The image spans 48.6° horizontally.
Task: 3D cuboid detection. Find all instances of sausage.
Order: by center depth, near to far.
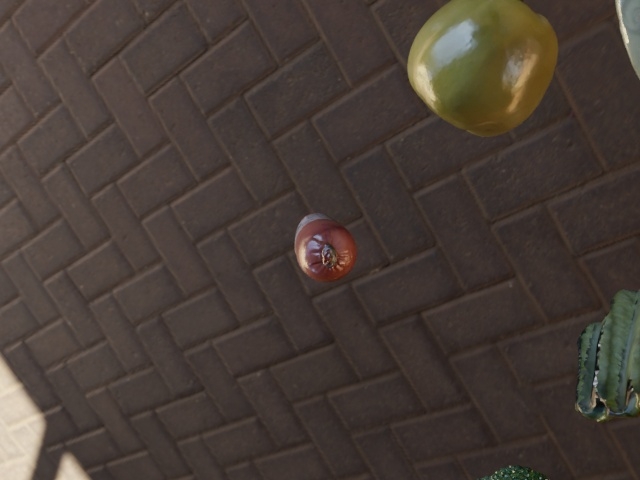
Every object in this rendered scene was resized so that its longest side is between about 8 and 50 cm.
[{"bbox_3d":[0.000,0.000,0.412,0.029,0.223,0.029,0,94,-2],"label":"sausage"}]

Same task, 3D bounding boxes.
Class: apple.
[{"bbox_3d":[0.286,-0.315,1.261,0.262,0.262,0.262,14,122,24],"label":"apple"}]

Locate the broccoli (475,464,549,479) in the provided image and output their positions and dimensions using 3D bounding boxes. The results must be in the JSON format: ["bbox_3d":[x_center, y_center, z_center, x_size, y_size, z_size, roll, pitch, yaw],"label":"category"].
[{"bbox_3d":[0.198,0.334,0.772,0.195,0.156,0.195,1,108,3],"label":"broccoli"}]

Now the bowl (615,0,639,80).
[{"bbox_3d":[0.428,-0.257,0.663,0.163,0.307,0.307,5,122,61],"label":"bowl"}]

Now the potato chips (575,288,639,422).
[{"bbox_3d":[0.573,0.149,1.077,0.358,0.429,0.070,-10,110,35],"label":"potato chips"}]
